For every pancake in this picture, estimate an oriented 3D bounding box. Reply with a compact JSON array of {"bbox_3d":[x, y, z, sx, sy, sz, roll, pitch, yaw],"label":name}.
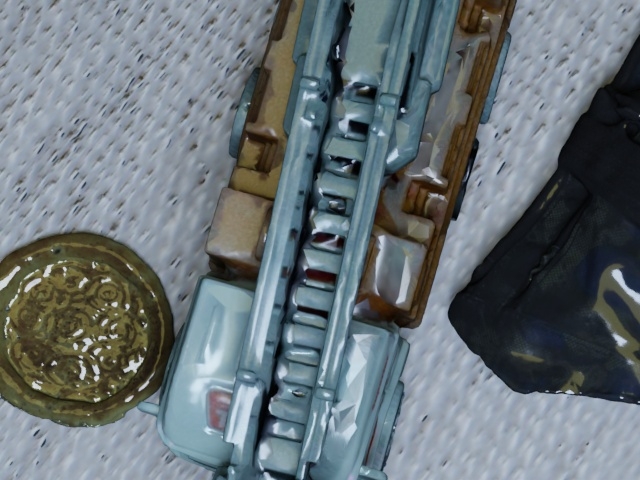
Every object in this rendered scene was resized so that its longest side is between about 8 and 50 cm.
[{"bbox_3d":[-0.136,0.050,1.083,0.114,0.011,0.115,0,86,4],"label":"pancake"}]

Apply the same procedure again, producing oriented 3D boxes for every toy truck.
[{"bbox_3d":[0.000,0.000,0.995,0.133,0.184,0.338,16,86,4],"label":"toy truck"}]

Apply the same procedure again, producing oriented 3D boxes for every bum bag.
[{"bbox_3d":[0.196,-0.042,1.040,0.137,0.074,0.310,31,84,23],"label":"bum bag"}]
